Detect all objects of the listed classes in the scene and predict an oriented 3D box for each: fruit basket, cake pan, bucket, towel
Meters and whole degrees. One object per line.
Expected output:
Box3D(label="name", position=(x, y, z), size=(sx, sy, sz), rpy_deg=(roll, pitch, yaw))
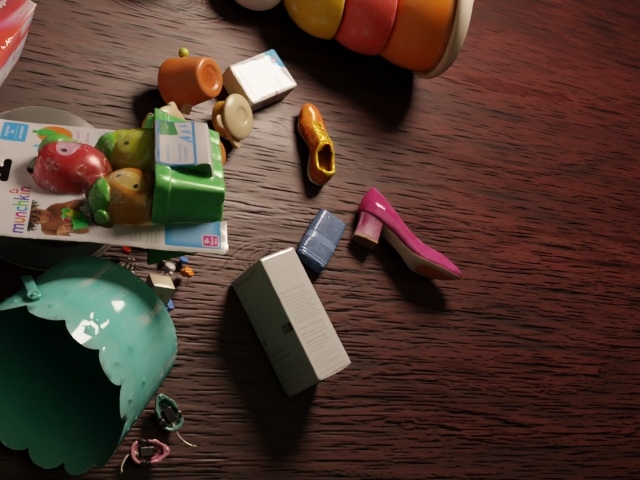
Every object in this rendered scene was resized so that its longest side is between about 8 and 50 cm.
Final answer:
Box3D(label="fruit basket", position=(-0.319, -0.100, 1.475), size=(0.352, 0.165, 0.327), rpy_deg=(10, 33, -15))
Box3D(label="cake pan", position=(-0.447, -0.095, 1.602), size=(0.293, 0.054, 0.293), rpy_deg=(14, 62, -27))
Box3D(label="bucket", position=(-0.352, 0.168, 1.397), size=(0.281, 0.281, 0.183), rpy_deg=(46, 35, -6))
Box3D(label="towel", position=(0.000, 0.000, 1.860), size=(0.067, 0.029, 0.119), rpy_deg=(38, 54, -12))

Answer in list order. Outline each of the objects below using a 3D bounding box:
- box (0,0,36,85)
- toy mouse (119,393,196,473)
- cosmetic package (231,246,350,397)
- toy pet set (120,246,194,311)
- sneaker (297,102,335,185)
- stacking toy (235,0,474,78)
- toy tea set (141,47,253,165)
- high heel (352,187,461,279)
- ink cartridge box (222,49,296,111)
Box3D(label="box", position=(-0.584, -0.265, 1.529), size=(0.142, 0.154, 0.300), rpy_deg=(28, 56, -11))
Box3D(label="toy mouse", position=(-0.264, 0.301, 1.545), size=(0.143, 0.031, 0.161), rpy_deg=(25, 57, -21))
Box3D(label="cosmetic package", position=(-0.053, 0.142, 1.703), size=(0.085, 0.117, 0.231), rpy_deg=(-23, 80, -39))
Box3D(label="toy pet set", position=(-0.276, 0.075, 1.643), size=(0.122, 0.065, 0.114), rpy_deg=(12, 27, -31))
Box3D(label="sneaker", position=(0.000, -0.195, 1.929), size=(0.064, 0.067, 0.175), rpy_deg=(-2, 68, -32))
Box3D(label="stacking toy", position=(0.045, -0.511, 2.004), size=(0.479, 0.350, 0.351), rpy_deg=(-1, 68, -16))
Box3D(label="toy tea set", position=(-0.258, -0.185, 1.754), size=(0.200, 0.124, 0.336), rpy_deg=(60, 41, -34))
Box3D(label="high heel", position=(0.182, -0.009, 1.950), size=(0.244, 0.082, 0.117), rpy_deg=(23, 66, -7))
Box3D(label="ink cartridge box", position=(-0.122, -0.308, 1.913), size=(0.122, 0.052, 0.089), rpy_deg=(-30, 85, -40))
